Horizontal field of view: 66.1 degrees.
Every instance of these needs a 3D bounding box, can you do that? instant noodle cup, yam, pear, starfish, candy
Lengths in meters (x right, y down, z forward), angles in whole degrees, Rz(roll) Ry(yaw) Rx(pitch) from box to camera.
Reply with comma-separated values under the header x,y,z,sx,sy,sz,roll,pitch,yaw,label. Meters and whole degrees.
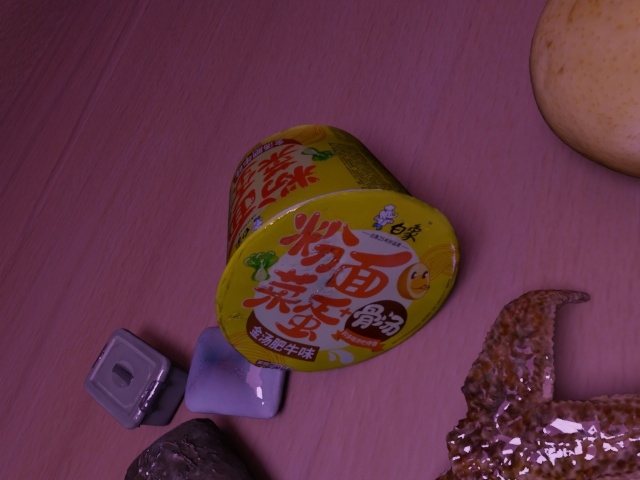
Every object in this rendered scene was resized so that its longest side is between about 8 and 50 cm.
x,y,z,sx,sy,sz,roll,pitch,yaw,label
0.000,0.000,0.669,0.311,0.311,0.222,-34,40,12,instant noodle cup
-0.154,0.349,0.651,0.254,0.154,0.154,34,85,42,yam
0.389,-0.201,0.518,0.309,0.309,0.309,-16,57,25,pear
0.232,0.229,0.488,0.383,0.132,0.398,14,76,33,starfish
-0.131,0.200,0.764,0.174,0.071,0.138,-6,61,30,candy

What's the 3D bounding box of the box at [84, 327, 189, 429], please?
x,y,z,sx,sy,sz,roll,pitch,yaw,label
-0.304,0.239,0.841,0.172,0.093,0.124,19,75,38,box
